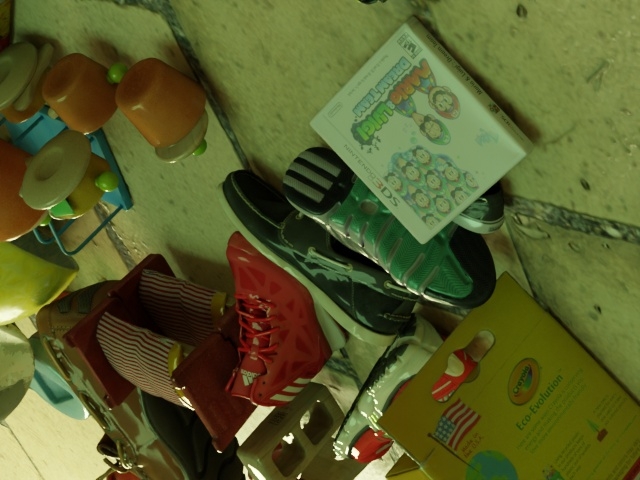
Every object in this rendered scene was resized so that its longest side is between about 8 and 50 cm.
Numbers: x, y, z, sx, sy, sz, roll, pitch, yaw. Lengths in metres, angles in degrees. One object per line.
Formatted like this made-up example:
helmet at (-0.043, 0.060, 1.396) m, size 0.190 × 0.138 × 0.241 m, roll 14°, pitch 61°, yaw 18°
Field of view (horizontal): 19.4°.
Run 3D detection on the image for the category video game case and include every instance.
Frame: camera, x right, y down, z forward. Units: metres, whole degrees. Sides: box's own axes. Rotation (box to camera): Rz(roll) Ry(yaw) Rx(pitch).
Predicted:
video game case at (0.080, -0.087, 1.525) m, size 0.143 × 0.019 × 0.157 m, roll 47°, pitch 137°, yaw 0°

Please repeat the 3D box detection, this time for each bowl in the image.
bowl at (-0.442, 0.022, 2.177) m, size 0.289 × 0.156 × 0.289 m, roll 32°, pitch -177°, yaw -2°

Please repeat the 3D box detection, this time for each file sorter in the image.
file sorter at (-0.314, -0.072, 2.050) m, size 0.170 × 0.104 × 0.118 m, roll 23°, pitch 148°, yaw 33°

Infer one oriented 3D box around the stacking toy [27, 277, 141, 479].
stacking toy at (-0.256, 0.207, 2.363) m, size 0.309 × 0.130 × 0.279 m, roll 42°, pitch 154°, yaw -1°

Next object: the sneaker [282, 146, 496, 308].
sneaker at (0.072, -0.006, 1.676) m, size 0.223 × 0.083 × 0.098 m, roll 35°, pitch 174°, yaw 24°

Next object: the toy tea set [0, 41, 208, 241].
toy tea set at (-0.235, -0.087, 1.849) m, size 0.336 × 0.200 × 0.124 m, roll 7°, pitch 155°, yaw 47°

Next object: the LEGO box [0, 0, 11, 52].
LEGO box at (-0.561, -0.333, 1.896) m, size 0.500 × 0.193 × 0.372 m, roll 39°, pitch 154°, yaw 8°

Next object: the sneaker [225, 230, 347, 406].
sneaker at (-0.054, 0.094, 1.880) m, size 0.087 × 0.128 × 0.221 m, roll 19°, pitch 157°, yaw 39°

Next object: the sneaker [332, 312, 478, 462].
sneaker at (0.093, 0.175, 1.871) m, size 0.118 × 0.107 × 0.279 m, roll 31°, pitch 155°, yaw 2°

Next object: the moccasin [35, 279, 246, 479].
moccasin at (-0.209, 0.220, 2.206) m, size 0.147 × 0.139 × 0.380 m, roll -15°, pitch 125°, yaw 28°

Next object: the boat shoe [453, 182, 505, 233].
boat shoe at (0.097, -0.053, 1.586) m, size 0.142 × 0.049 × 0.040 m, roll 27°, pitch 133°, yaw 24°

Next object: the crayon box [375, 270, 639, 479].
crayon box at (0.203, 0.209, 1.655) m, size 0.318 × 0.202 × 0.081 m, roll 46°, pitch 154°, yaw -6°

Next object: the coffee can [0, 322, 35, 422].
coffee can at (-0.512, 0.101, 2.379) m, size 0.275 × 0.201 × 0.201 m, roll 48°, pitch 163°, yaw 40°

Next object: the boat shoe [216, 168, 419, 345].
boat shoe at (0.000, 0.000, 1.785) m, size 0.233 × 0.084 × 0.079 m, roll 40°, pitch 117°, yaw 20°

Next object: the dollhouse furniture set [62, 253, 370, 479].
dollhouse furniture set at (-0.093, 0.206, 2.077) m, size 0.201 × 0.152 × 0.374 m, roll 13°, pitch 141°, yaw 46°

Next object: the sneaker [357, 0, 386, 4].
sneaker at (0.032, -0.202, 1.455) m, size 0.083 × 0.035 × 0.031 m, roll 5°, pitch 135°, yaw 51°
